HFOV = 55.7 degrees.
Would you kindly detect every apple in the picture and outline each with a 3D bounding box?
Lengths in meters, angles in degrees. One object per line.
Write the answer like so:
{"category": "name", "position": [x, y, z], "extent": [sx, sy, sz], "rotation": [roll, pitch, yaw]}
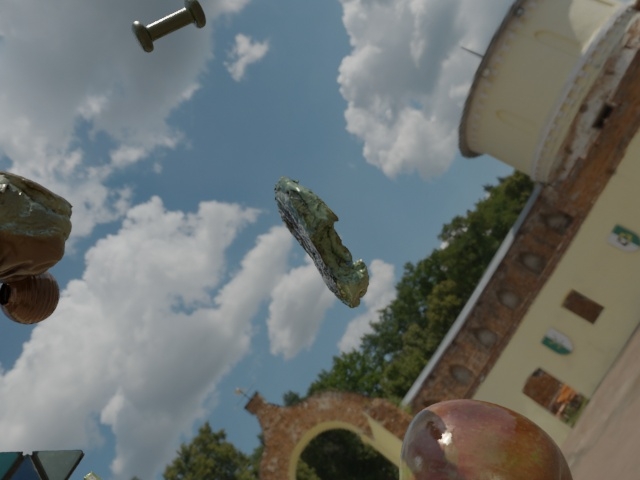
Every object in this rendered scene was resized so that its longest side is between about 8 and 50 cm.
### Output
{"category": "apple", "position": [0.283, 0.430, 1.020], "extent": [0.319, 0.276, 0.320], "rotation": [-9, -90, -72]}

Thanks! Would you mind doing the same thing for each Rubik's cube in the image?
{"category": "Rubik's cube", "position": [-0.502, 0.447, 1.022], "extent": [0.234, 0.250, 0.284], "rotation": [-30, -46, -12]}

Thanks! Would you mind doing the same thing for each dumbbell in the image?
{"category": "dumbbell", "position": [-0.242, -0.346, 0.970], "extent": [0.117, 0.046, 0.052], "rotation": [-30, -72, -14]}

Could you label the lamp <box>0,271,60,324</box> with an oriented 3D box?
{"category": "lamp", "position": [-0.679, 0.128, 1.415], "extent": [0.136, 0.136, 0.136], "rotation": [-43, -27, -29]}

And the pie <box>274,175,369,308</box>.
{"category": "pie", "position": [-0.002, -0.001, 1.168], "extent": [0.066, 0.303, 0.302], "rotation": [-33, -28, -7]}

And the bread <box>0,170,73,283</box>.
{"category": "bread", "position": [-0.686, -0.035, 1.272], "extent": [0.250, 0.278, 0.225], "rotation": [37, -130, -42]}

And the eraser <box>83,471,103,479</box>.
{"category": "eraser", "position": [-0.334, 0.399, 0.943], "extent": [0.019, 0.083, 0.038], "rotation": [-28, -45, -51]}
